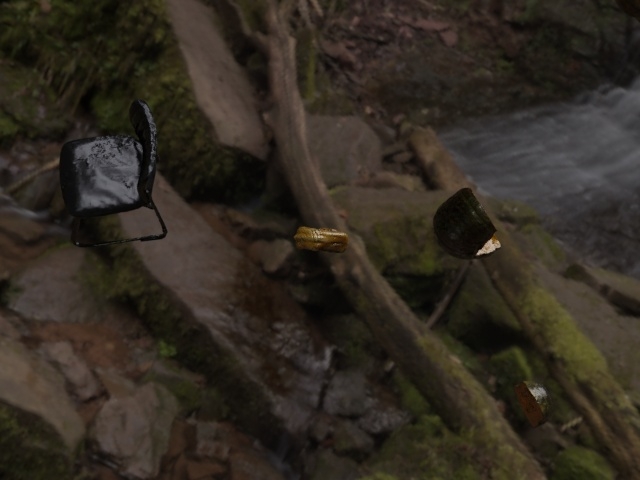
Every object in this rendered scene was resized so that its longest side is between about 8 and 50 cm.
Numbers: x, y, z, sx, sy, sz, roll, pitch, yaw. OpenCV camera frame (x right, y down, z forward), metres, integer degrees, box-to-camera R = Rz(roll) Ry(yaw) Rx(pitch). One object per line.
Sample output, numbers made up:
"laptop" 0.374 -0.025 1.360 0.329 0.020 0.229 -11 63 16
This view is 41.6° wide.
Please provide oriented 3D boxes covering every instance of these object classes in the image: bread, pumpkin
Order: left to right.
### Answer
"bread" 0.000 0.000 1.567 0.083 0.044 0.110 2 -4 38
"pumpkin" 0.269 -0.019 1.584 0.119 0.107 0.183 55 7 26
"pumpkin" 0.235 0.173 0.908 0.083 0.028 0.050 69 -4 -75

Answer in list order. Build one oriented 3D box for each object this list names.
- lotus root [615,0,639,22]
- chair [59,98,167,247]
"lotus root" 0.563 -0.443 1.450 0.120 0.120 0.210 21 49 -28
"chair" -0.299 -0.094 1.203 0.145 0.140 0.221 -6 -17 -11
